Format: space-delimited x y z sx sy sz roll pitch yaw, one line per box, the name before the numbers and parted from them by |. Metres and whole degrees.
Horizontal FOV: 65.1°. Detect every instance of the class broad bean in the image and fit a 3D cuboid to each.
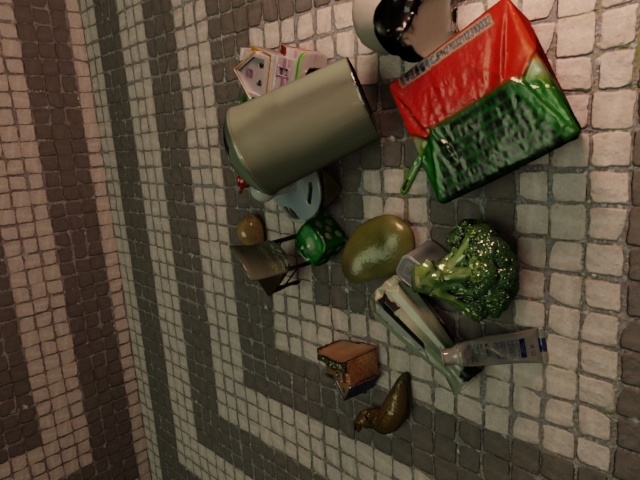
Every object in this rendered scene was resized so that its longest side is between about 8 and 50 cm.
broad bean | 0.178 0.026 1.546 0.263 0.121 0.189 -34 71 29

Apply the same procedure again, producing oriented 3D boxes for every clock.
clock | -0.147 -0.533 1.666 0.309 0.166 0.235 26 119 29

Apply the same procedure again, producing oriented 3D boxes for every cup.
cup | 0.302 0.079 1.415 0.128 0.129 0.095 41 134 25

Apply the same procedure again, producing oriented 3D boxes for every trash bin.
trash bin | -0.068 -0.319 1.449 0.432 0.280 0.280 -23 84 13

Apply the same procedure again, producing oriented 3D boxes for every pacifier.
pacifier | -0.132 -0.171 1.686 0.299 0.233 0.244 31 121 43

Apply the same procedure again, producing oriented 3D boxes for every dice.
dice | 0.000 0.000 1.696 0.131 0.120 0.128 51 130 19

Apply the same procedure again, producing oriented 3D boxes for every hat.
hat | 0.041 -0.170 1.654 0.146 0.067 0.146 180 90 -85

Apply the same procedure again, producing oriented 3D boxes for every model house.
model house | 0.092 0.448 1.708 0.183 0.166 0.172 6 109 56

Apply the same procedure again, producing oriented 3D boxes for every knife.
knife | 0.284 -0.217 1.429 0.054 0.015 0.212 38 125 22

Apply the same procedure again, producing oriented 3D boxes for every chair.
chair | -0.188 0.094 1.764 0.160 0.319 0.186 56 133 18

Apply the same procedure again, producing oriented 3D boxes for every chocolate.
chocolate | 0.391 -0.315 1.191 0.360 0.161 0.341 -28 81 44

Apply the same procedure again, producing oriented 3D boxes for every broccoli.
broccoli | 0.365 0.082 1.274 0.270 0.270 0.270 -7 99 1

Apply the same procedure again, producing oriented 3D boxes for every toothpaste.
toothpaste | 0.451 0.289 1.312 0.266 0.061 0.096 -10 96 13

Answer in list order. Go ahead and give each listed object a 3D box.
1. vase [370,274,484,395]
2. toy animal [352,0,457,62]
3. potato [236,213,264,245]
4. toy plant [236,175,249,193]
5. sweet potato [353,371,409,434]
vase | 0.302 0.269 1.454 0.360 0.165 0.165 49 131 19
toy animal | 0.211 -0.571 1.274 0.267 0.212 0.213 50 133 44
potato | -0.274 -0.029 1.972 0.112 0.112 0.147 -11 100 46
toy plant | -0.231 -0.289 1.746 0.088 0.155 0.240 21 114 -10
sweet potato | 0.219 0.571 1.657 0.124 0.098 0.310 55 130 28
